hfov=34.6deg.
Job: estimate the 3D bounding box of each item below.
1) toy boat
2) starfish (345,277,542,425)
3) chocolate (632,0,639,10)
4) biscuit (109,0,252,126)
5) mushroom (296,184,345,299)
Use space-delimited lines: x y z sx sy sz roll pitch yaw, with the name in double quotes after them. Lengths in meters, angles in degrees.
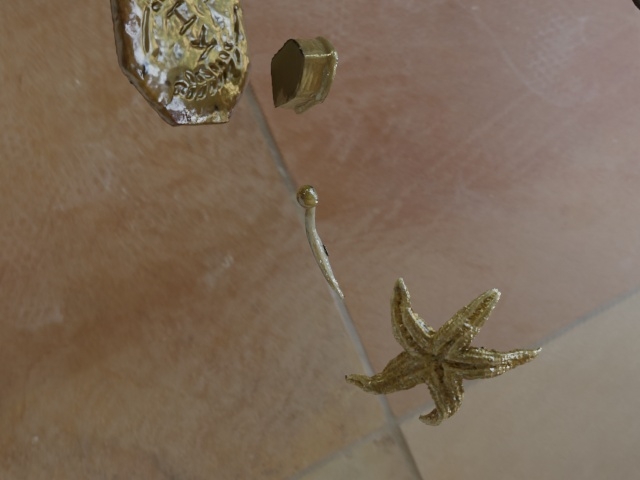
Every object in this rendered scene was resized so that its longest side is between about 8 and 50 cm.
-0.031 -0.294 1.791 0.061 0.188 0.116 0 81 -22 "toy boat"
0.162 0.151 1.408 0.277 0.062 0.236 -8 112 11 "starfish"
0.345 -0.236 0.453 0.331 0.383 0.384 -30 111 -16 "chocolate"
-0.233 -0.366 1.791 0.359 0.046 0.359 10 78 -54 "biscuit"
-0.003 0.000 1.908 0.043 0.068 0.306 -13 140 3 "mushroom"
